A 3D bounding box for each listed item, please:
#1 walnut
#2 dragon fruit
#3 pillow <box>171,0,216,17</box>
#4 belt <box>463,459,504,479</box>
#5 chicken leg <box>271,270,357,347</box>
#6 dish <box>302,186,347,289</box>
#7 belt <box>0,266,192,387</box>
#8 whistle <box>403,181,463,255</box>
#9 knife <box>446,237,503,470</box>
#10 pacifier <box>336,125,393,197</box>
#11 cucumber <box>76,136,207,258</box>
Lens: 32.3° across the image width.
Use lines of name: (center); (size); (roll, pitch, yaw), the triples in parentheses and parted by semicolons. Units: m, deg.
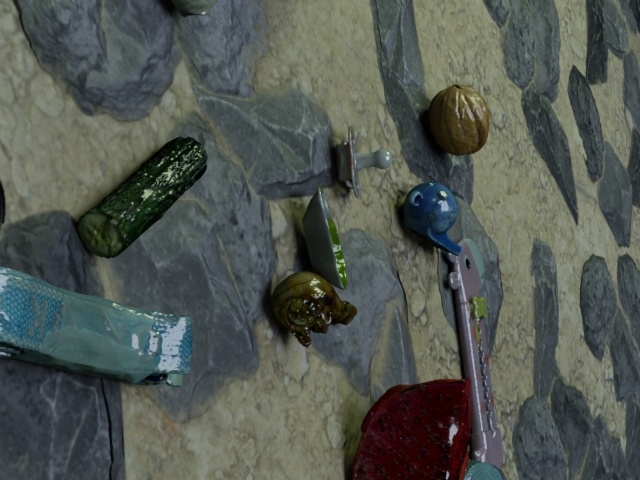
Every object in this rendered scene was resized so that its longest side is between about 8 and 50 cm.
walnut: (0.225, -0.193, 1.795); (0.105, 0.105, 0.124); (-57, 144, -48)
dragon fruit: (0.129, 0.305, 1.486); (0.211, 0.134, 0.262); (25, 76, -67)
pillow: (-0.154, -0.351, 1.247); (0.181, 0.077, 0.134); (59, 40, -35)
belt: (0.213, 0.402, 1.616); (0.147, 0.082, 0.163); (16, 74, -44)
chicken leg: (-0.001, 0.090, 1.388); (0.178, 0.070, 0.093); (19, 69, -66)
dish: (0.000, 0.000, 1.420); (0.091, 0.039, 0.137); (-77, 152, -73)
belt: (-0.221, 0.084, 1.002); (0.302, 0.087, 0.072); (23, 59, -54)
whistle: (0.176, -0.041, 1.682); (0.158, 0.090, 0.090); (29, 58, -52)
knife: (0.257, 0.192, 1.791); (0.132, 0.038, 0.399); (5, 78, -55)
pacifier: (0.062, -0.109, 1.527); (0.081, 0.078, 0.099); (34, 49, -76)
cucumber: (-0.176, -0.050, 1.143); (0.187, 0.058, 0.058); (-52, 125, -50)
